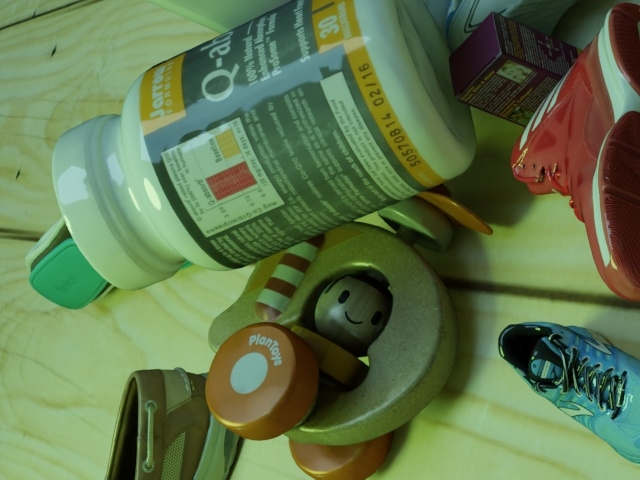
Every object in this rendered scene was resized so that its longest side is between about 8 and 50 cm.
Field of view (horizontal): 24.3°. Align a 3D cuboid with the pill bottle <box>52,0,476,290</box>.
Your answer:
[{"bbox_3d":[-0.042,-0.073,1.067,0.278,0.162,0.162,-22,47,18],"label":"pill bottle"}]

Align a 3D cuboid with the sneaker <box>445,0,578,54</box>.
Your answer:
[{"bbox_3d":[0.163,-0.200,1.040,0.237,0.085,0.086,-43,57,46],"label":"sneaker"}]

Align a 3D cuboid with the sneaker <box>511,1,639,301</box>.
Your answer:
[{"bbox_3d":[0.181,-0.033,0.936,0.128,0.087,0.221,128,161,-49],"label":"sneaker"}]

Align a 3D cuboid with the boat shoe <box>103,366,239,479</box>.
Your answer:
[{"bbox_3d":[-0.175,0.268,1.358,0.123,0.116,0.324,3,77,63],"label":"boat shoe"}]

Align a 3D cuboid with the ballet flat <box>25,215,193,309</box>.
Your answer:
[{"bbox_3d":[-0.211,-0.028,1.621,0.400,0.139,0.139,-25,53,57],"label":"ballet flat"}]

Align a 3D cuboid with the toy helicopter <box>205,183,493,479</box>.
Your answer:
[{"bbox_3d":[0.000,0.000,1.162,0.235,0.140,0.355,-40,47,11],"label":"toy helicopter"}]

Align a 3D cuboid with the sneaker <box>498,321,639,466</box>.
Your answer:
[{"bbox_3d":[0.158,0.088,0.888,0.162,0.073,0.063,25,96,63],"label":"sneaker"}]

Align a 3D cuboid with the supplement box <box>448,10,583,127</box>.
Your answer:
[{"bbox_3d":[0.140,-0.116,1.039,0.055,0.083,0.043,-45,38,41],"label":"supplement box"}]

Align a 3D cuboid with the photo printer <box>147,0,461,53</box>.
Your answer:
[{"bbox_3d":[0.009,-0.257,1.123,0.256,0.308,0.107,-62,28,16],"label":"photo printer"}]
